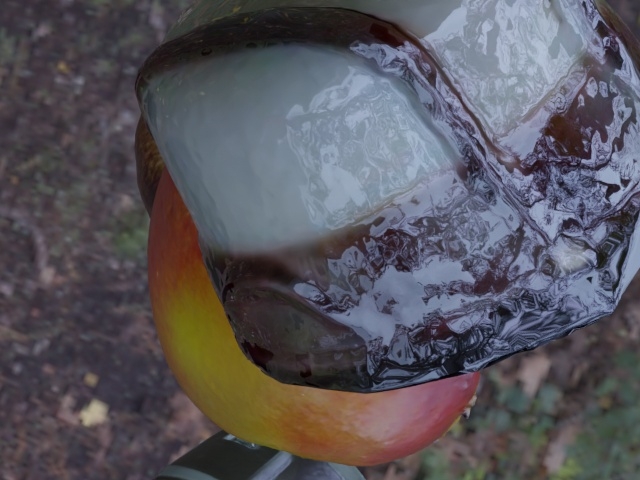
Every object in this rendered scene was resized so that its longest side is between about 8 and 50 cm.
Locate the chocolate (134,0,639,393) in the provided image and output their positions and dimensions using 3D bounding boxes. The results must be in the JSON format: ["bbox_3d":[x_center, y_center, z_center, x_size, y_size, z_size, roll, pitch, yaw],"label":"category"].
[{"bbox_3d":[0.037,-0.077,0.870,0.283,0.283,0.186,-46,129,-29],"label":"chocolate"}]

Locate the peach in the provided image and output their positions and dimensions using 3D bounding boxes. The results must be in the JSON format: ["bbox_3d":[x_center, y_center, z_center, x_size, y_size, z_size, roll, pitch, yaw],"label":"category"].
[{"bbox_3d":[0.000,0.000,1.390,0.242,0.306,0.380,3,107,-26],"label":"peach"}]

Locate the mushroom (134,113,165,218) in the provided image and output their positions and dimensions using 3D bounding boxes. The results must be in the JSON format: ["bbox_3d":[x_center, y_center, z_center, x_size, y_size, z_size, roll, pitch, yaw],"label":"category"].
[{"bbox_3d":[-0.033,-0.127,1.858,0.345,0.345,0.260,-50,161,-26],"label":"mushroom"}]

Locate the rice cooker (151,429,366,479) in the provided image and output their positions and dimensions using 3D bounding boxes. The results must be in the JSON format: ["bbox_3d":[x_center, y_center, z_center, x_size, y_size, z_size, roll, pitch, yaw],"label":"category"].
[{"bbox_3d":[-0.114,0.413,2.129,0.325,0.335,0.335,-33,126,-39],"label":"rice cooker"}]
